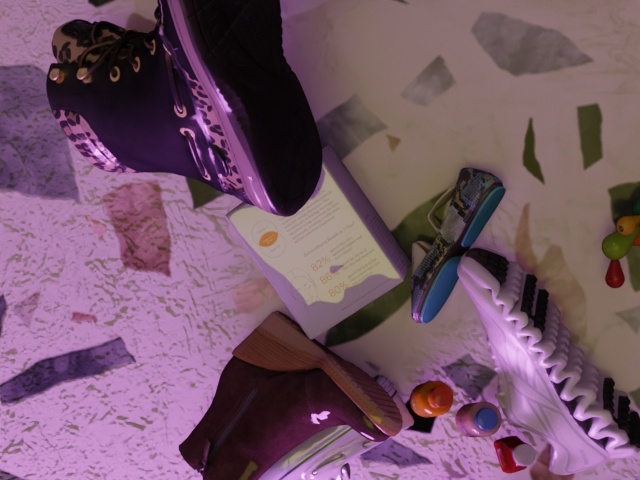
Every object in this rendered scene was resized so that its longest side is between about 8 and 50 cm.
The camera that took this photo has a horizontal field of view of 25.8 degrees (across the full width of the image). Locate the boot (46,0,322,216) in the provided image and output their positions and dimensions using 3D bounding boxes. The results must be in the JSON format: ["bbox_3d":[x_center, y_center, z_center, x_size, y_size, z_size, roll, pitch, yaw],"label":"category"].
[{"bbox_3d":[-0.170,-0.201,1.449,0.284,0.138,0.377,9,136,37],"label":"boot"}]

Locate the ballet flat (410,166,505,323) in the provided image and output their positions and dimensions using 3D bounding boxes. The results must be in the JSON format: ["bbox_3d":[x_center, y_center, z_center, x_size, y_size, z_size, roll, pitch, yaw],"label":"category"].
[{"bbox_3d":[0.139,0.002,1.566,0.070,0.070,0.188,30,102,3],"label":"ballet flat"}]

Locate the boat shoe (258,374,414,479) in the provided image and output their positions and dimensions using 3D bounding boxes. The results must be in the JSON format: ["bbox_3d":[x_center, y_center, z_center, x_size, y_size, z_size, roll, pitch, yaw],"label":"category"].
[{"bbox_3d":[0.007,0.251,1.617,0.226,0.083,0.076,-38,91,13],"label":"boat shoe"}]

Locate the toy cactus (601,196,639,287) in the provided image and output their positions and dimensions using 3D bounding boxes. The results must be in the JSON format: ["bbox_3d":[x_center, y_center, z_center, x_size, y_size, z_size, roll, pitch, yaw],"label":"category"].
[{"bbox_3d":[0.399,-0.041,1.494,0.219,0.112,0.180,-13,88,21],"label":"toy cactus"}]

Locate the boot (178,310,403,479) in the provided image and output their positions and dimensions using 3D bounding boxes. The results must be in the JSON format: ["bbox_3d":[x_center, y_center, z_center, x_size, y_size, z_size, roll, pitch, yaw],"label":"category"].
[{"bbox_3d":[-0.036,0.216,1.564,0.248,0.090,0.207,35,94,43],"label":"boot"}]

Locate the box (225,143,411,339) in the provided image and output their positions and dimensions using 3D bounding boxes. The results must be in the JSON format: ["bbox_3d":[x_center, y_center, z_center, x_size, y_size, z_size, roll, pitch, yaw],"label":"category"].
[{"bbox_3d":[0.000,0.000,1.567,0.130,0.091,0.170,-33,94,14],"label":"box"}]

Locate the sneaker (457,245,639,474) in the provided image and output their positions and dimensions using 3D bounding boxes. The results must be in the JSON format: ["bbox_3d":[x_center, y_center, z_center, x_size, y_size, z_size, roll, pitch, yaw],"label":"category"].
[{"bbox_3d":[0.232,0.140,1.547,0.118,0.110,0.292,-33,98,26],"label":"sneaker"}]

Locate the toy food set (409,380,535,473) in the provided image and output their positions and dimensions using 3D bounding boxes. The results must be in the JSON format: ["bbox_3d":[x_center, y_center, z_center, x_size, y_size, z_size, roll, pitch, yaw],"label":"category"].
[{"bbox_3d":[0.180,0.262,1.552,0.111,0.104,0.232,-13,83,-7],"label":"toy food set"}]
